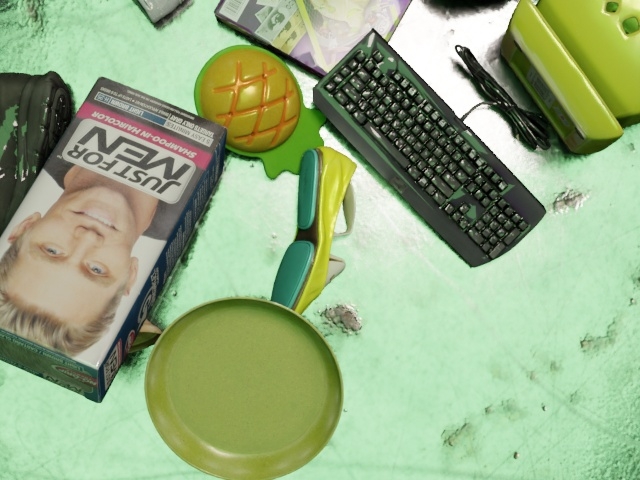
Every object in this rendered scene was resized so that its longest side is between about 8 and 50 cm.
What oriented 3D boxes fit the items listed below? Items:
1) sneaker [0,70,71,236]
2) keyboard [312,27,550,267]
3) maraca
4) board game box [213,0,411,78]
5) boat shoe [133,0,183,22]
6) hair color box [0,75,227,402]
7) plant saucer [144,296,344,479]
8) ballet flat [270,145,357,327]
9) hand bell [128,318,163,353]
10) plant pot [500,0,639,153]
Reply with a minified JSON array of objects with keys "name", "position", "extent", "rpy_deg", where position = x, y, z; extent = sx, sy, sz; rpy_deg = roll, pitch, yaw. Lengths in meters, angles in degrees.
[{"name":"sneaker","position":[-0.390,-0.070,1.666],"extent":[0.130,0.109,0.286],"rpy_deg":[8,81,9]},{"name":"keyboard","position":[0.162,-0.135,1.682],"extent":[0.317,0.033,0.201],"rpy_deg":[45,85,-9]},{"name":"maraca","position":[-0.073,-0.157,1.671],"extent":[0.127,0.099,0.186],"rpy_deg":[-48,116,0]},{"name":"board game box","position":[0.041,-0.377,1.705],"extent":[0.208,0.056,0.347],"rpy_deg":[30,88,4]},{"name":"boat shoe","position":[-0.263,-0.361,1.679],"extent":[0.227,0.079,0.081],"rpy_deg":[44,83,-2]},{"name":"hair color box","position":[-0.254,-0.007,1.579],"extent":[0.174,0.105,0.347],"rpy_deg":[22,61,4]},{"name":"plant saucer","position":[-0.091,0.176,1.655],"extent":[0.241,0.037,0.241],"rpy_deg":[1,106,4]},{"name":"ballet flat","position":[0.000,0.000,1.679],"extent":[0.077,0.077,0.231],"rpy_deg":[14,86,-28]},{"name":"hand bell","position":[-0.276,0.015,1.669],"extent":[0.126,0.126,0.242],"rpy_deg":[-13,75,-2]},{"name":"plant pot","position":[0.343,-0.233,1.618],"extent":[0.207,0.228,0.227],"rpy_deg":[-35,87,2]}]
